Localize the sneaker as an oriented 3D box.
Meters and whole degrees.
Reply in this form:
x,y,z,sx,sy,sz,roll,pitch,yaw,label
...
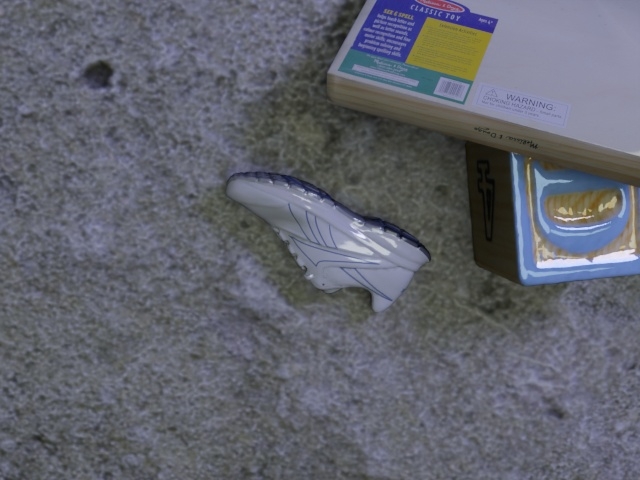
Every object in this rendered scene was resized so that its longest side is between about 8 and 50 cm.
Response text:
x,y,z,sx,sy,sz,roll,pitch,yaw,label
0.000,0.000,1.025,0.297,0.111,0.129,27,99,-5,sneaker

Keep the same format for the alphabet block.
x,y,z,sx,sy,sz,roll,pitch,yaw,label
0.313,-0.054,0.995,0.193,0.197,0.193,-4,96,-3,alphabet block

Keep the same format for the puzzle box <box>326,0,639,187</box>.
x,y,z,sx,sy,sz,roll,pitch,yaw,label
0.241,-0.223,0.917,0.409,0.052,0.272,18,58,12,puzzle box
